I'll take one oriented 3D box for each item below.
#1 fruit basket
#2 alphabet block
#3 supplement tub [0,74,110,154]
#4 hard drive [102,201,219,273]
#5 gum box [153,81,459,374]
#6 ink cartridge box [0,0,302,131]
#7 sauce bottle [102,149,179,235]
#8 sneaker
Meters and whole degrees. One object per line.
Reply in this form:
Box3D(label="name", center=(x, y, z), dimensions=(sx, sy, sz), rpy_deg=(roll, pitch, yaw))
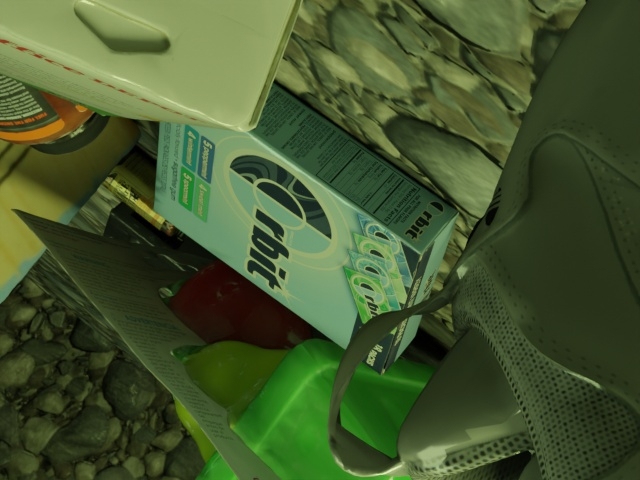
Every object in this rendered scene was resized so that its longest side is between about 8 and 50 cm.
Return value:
Box3D(label="fruit basket", center=(-0.031, 0.115, 1.259), dimensions=(0.353, 0.165, 0.327), rpy_deg=(38, -167, 36))
Box3D(label="alphabet block", center=(-0.296, -0.092, 1.320), dimensions=(0.192, 0.193, 0.197), rpy_deg=(23, 161, 49))
Box3D(label="supplement tub", center=(-0.198, -0.129, 1.099), dimensions=(0.106, 0.106, 0.198), rpy_deg=(33, 167, 26))
Box3D(label="hard drive", center=(-0.080, 0.050, 1.548), dimensions=(0.254, 0.054, 0.172), rpy_deg=(39, 168, -2))
Box3D(label="gum box", center=(-0.015, -0.018, 1.032), dimensions=(0.184, 0.041, 0.157), rpy_deg=(36, 152, 13))
Box3D(label="ink cartridge box", center=(-0.122, -0.121, 0.835), dimensions=(0.154, 0.093, 0.212), rpy_deg=(21, 178, -26))
Box3D(label="sauce bottle", center=(-0.161, -0.056, 1.422), dimensions=(0.128, 0.042, 0.042), rpy_deg=(37, 168, 5))
Box3D(label="sneaker", center=(0.183, 0.073, 0.453), dimensions=(0.366, 0.210, 0.137), rpy_deg=(37, 169, 6))
